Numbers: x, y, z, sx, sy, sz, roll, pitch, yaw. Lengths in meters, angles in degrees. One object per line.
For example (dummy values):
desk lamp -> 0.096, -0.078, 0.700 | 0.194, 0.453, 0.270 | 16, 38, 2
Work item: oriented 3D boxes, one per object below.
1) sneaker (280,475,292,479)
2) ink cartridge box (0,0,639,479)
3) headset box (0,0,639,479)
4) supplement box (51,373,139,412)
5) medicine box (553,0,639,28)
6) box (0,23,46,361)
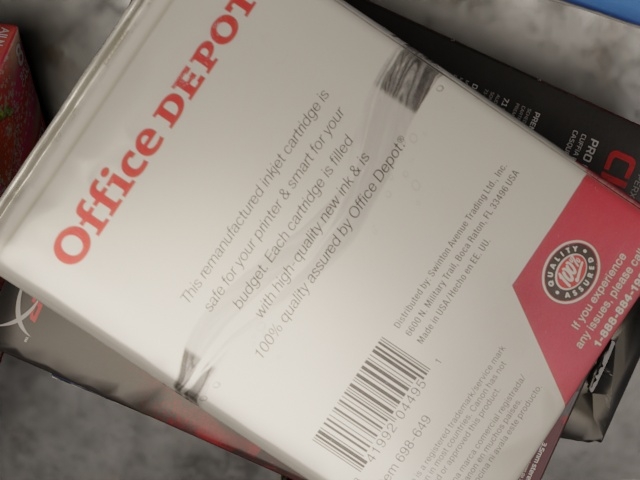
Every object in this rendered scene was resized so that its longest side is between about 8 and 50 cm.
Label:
sneaker -> -0.013, 0.162, 0.693 | 0.031, 0.035, 0.083 | -5, 110, 10
ink cartridge box -> 0.000, 0.000, 0.453 | 0.218, 0.092, 0.158 | 34, 89, -4
headset box -> 0.020, 0.007, 0.556 | 0.293, 0.110, 0.218 | 25, 90, -3
supplement box -> -0.098, 0.049, 0.649 | 0.083, 0.056, 0.083 | 23, 111, -2
medicine box -> 0.055, -0.263, 0.408 | 0.263, 0.149, 0.289 | 19, 115, 2
box -> -0.223, 0.021, 0.535 | 0.122, 0.257, 0.128 | 5, 141, 5
